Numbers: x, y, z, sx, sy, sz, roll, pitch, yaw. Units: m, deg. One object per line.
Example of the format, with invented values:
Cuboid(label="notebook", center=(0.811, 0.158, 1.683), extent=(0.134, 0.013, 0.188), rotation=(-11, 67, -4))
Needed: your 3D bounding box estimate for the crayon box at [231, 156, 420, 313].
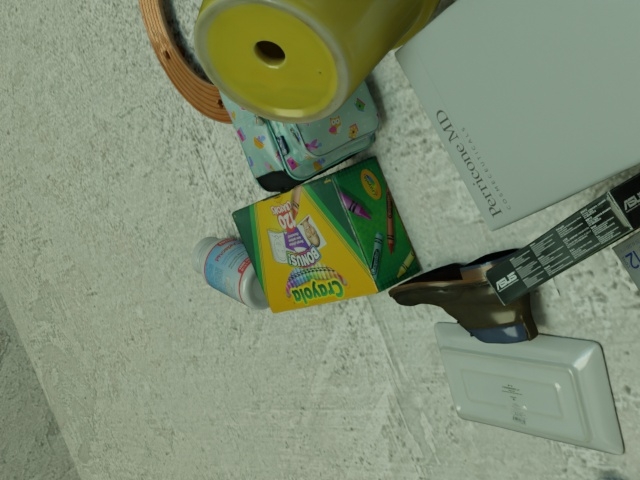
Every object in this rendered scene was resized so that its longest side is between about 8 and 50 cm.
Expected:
Cuboid(label="crayon box", center=(0.000, 0.000, 1.443), extent=(0.278, 0.081, 0.165), rotation=(-17, 97, 56))

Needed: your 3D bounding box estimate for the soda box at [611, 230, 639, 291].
Cuboid(label="soda box", center=(0.390, -0.023, 0.889), extent=(0.098, 0.091, 0.286), rotation=(59, 146, 10))

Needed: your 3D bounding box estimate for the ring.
Cuboid(label="ring", center=(-0.164, -0.333, 1.501), extent=(0.336, 0.032, 0.337), rotation=(31, 133, 40))

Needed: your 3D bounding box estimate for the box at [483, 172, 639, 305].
Cuboid(label="box", center=(0.271, -0.022, 0.969), extent=(0.045, 0.184, 0.190), rotation=(60, 147, 9))

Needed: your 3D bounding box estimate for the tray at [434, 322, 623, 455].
Cuboid(label="tray", center=(0.241, 0.181, 1.279), extent=(0.270, 0.030, 0.145), rotation=(2, 114, 53))

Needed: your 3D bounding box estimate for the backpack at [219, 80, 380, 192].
Cuboid(label="backpack", center=(-0.030, -0.175, 1.296), extent=(0.144, 0.166, 0.188), rotation=(-27, 92, 55))

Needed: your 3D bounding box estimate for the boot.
Cuboid(label="boot", center=(0.170, 0.083, 1.267), extent=(0.219, 0.082, 0.106), rotation=(-18, 93, 54))

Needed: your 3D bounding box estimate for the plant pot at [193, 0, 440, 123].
Cuboid(label="plant pot", center=(-0.010, -0.259, 1.065), extent=(0.254, 0.239, 0.254), rotation=(16, 144, 12))

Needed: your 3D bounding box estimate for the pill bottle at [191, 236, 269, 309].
Cuboid(label="pill bottle", center=(-0.134, 0.046, 1.650), extent=(0.160, 0.087, 0.087), rotation=(23, 128, 44))

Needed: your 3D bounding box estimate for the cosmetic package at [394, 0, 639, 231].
Cuboid(label="cosmetic package", center=(0.261, -0.176, 0.910), extent=(0.217, 0.156, 0.385), rotation=(60, 145, 3))
